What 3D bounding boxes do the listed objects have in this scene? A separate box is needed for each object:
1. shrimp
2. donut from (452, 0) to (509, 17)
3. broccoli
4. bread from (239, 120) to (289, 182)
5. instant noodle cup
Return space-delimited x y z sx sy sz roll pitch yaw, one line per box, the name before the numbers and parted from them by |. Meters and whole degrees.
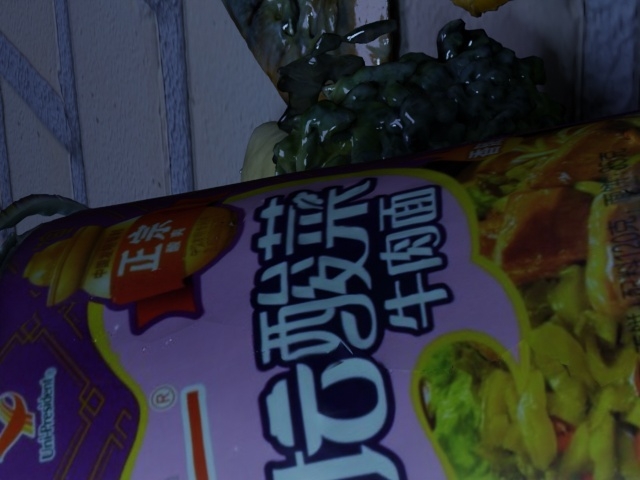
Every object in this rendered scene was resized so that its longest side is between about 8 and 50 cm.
shrimp | -0.026 -0.194 1.230 0.296 0.058 0.169 58 145 35
donut | 0.087 -0.196 0.913 0.178 0.065 0.162 -15 93 68
broccoli | 0.023 0.013 1.003 0.275 0.199 0.177 127 128 -63
bread | 0.000 0.001 1.251 0.178 0.060 0.139 -155 56 -65
instant noodle cup | 0.049 0.108 0.741 0.340 0.266 0.339 -16 -90 -76
